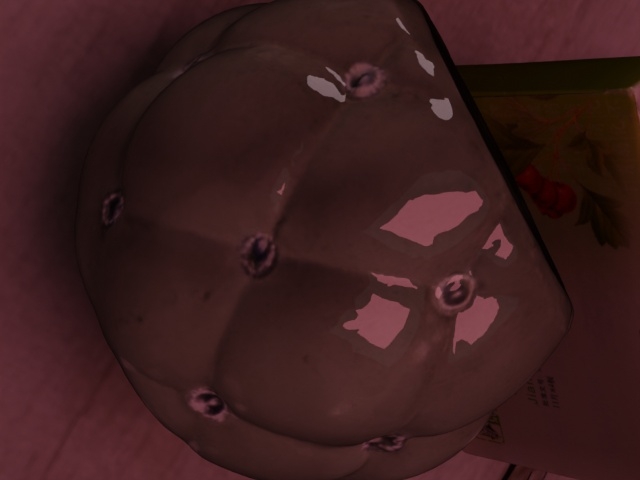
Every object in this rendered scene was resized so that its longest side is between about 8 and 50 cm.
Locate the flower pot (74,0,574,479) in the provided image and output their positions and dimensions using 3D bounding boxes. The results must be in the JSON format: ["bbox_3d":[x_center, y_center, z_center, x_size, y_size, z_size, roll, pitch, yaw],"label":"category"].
[{"bbox_3d":[0.000,0.000,0.563,0.195,0.246,0.246,-26,118,11],"label":"flower pot"}]

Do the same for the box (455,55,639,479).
[{"bbox_3d":[0.143,0.023,0.686,0.062,0.175,0.261,-35,118,-39],"label":"box"}]
